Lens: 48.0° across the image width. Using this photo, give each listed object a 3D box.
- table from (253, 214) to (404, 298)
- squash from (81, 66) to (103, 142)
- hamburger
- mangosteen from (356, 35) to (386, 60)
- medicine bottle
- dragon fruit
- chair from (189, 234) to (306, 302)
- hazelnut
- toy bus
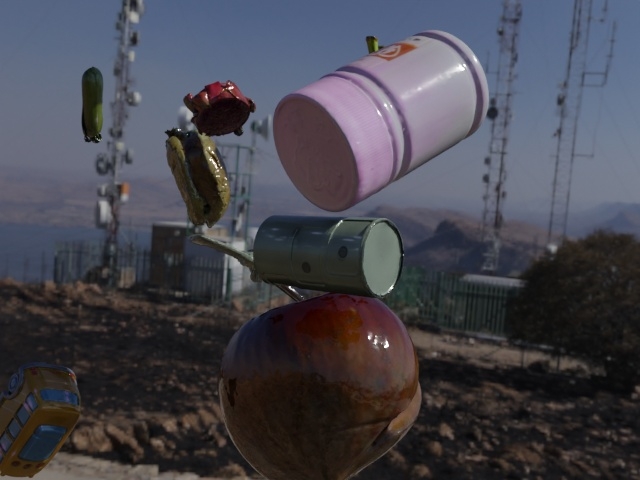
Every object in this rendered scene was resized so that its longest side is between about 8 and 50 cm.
[{"bbox_3d":[0.012,0.022,1.180,0.220,0.126,0.126,4,3,37],"label":"table"},{"bbox_3d":[-0.528,-0.309,1.660,0.052,0.183,0.052,9,27,-4],"label":"squash"},{"bbox_3d":[-0.343,-0.188,2.059,0.133,0.308,0.211,-19,4,-22],"label":"hamburger"},{"bbox_3d":[0.145,-0.369,1.650,0.156,0.145,0.181,-17,-35,16],"label":"mangosteen"},{"bbox_3d":[0.100,-0.199,1.161,0.316,0.202,0.202,-31,24,-32],"label":"medicine bottle"},{"bbox_3d":[-0.179,-0.240,1.262,0.126,0.068,0.112,-1,-33,-42],"label":"dragon fruit"},{"bbox_3d":[-0.130,0.013,1.723,0.319,0.186,0.160,35,-7,-13],"label":"chair"},{"bbox_3d":[0.003,0.285,1.375,0.409,0.359,0.359,-26,-15,35],"label":"hazelnut"},{"bbox_3d":[-0.552,0.352,1.380,0.126,0.209,0.136,25,14,-47],"label":"toy bus"}]
